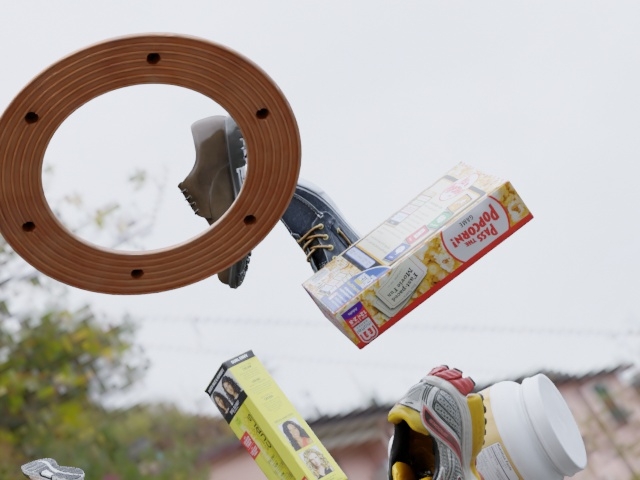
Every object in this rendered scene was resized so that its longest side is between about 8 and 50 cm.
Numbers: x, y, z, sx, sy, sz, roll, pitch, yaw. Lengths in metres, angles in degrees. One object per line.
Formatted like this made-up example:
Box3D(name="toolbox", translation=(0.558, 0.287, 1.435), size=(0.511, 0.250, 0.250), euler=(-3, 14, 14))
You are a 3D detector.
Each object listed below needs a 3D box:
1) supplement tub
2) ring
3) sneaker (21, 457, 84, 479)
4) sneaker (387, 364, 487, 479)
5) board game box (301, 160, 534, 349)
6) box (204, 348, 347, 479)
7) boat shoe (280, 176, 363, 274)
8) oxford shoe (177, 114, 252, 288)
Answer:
Box3D(name="supplement tub", translation=(0.196, 0.253, 2.094), size=(0.200, 0.144, 0.144), euler=(-28, -19, 17))
Box3D(name="ring", translation=(-0.186, -0.080, 1.888), size=(0.336, 0.032, 0.336), euler=(-7, -52, -9))
Box3D(name="sneaker", translation=(-0.317, 0.287, 2.109), size=(0.040, 0.044, 0.109), euler=(-20, 20, -37))
Box3D(name="sneaker", translation=(0.101, 0.231, 1.667), size=(0.093, 0.088, 0.225), euler=(-27, -63, -39))
Box3D(name="board game box", translation=(0.084, 0.010, 1.611), size=(0.193, 0.045, 0.147), euler=(-37, 15, -3))
Box3D(name="box", translation=(-0.063, 0.268, 2.461), size=(0.058, 0.232, 0.087), euler=(-24, -21, -38))
Box3D(name="boat shoe", translation=(0.000, 0.000, 2.157), size=(0.065, 0.183, 0.083), euler=(-37, 21, 32))
Box3D(name="oxford shoe", translation=(-0.134, -0.049, 2.316), size=(0.096, 0.227, 0.083), euler=(-4, -3, 8))
